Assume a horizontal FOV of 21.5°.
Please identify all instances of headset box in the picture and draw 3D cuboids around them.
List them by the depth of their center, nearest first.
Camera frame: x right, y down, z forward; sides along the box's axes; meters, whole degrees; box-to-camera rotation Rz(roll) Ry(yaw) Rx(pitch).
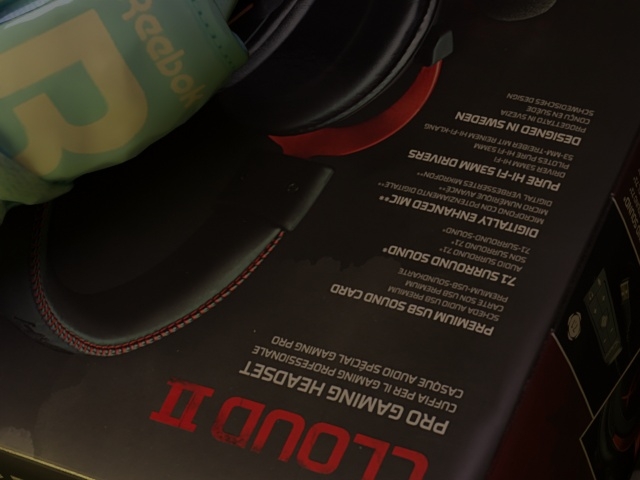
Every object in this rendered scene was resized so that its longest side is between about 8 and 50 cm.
[{"bbox_3d":[0.000,0.000,0.529,0.218,0.110,0.293,14,62,29],"label":"headset box"}]

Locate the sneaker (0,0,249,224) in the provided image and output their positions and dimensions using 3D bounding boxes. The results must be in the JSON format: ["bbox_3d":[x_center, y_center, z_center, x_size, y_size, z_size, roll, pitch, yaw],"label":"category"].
[{"bbox_3d":[-0.107,-0.055,0.451,0.150,0.135,0.366,17,64,38],"label":"sneaker"}]
